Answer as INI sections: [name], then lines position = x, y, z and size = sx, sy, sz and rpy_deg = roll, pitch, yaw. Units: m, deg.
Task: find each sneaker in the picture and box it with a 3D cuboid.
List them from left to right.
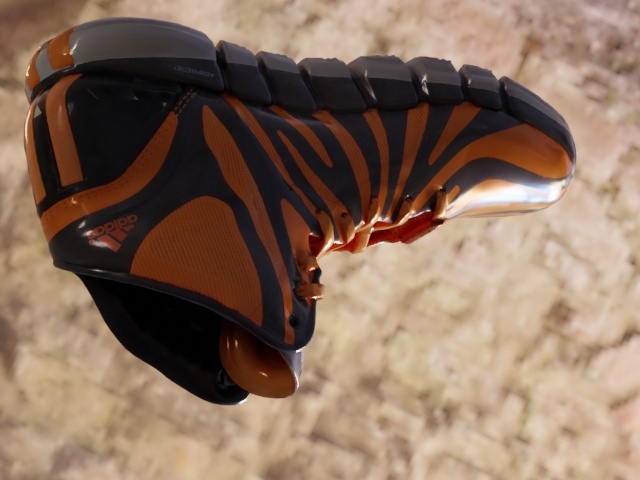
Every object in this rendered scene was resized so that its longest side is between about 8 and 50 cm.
[sneaker]
position = 0.000, 0.000, 0.936
size = 0.321, 0.180, 0.124
rpy_deg = 4, 152, -25
